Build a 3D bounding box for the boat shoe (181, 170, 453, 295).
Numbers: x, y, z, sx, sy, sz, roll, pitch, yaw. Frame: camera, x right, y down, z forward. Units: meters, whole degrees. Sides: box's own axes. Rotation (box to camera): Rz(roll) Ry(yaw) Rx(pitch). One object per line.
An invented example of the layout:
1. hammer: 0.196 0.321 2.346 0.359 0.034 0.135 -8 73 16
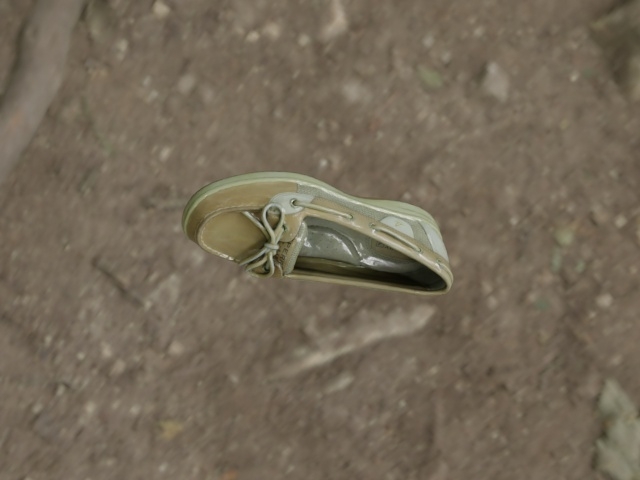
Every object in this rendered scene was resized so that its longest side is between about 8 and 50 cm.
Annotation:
1. boat shoe: 0.000 0.002 0.805 0.153 0.056 0.048 11 34 -22
